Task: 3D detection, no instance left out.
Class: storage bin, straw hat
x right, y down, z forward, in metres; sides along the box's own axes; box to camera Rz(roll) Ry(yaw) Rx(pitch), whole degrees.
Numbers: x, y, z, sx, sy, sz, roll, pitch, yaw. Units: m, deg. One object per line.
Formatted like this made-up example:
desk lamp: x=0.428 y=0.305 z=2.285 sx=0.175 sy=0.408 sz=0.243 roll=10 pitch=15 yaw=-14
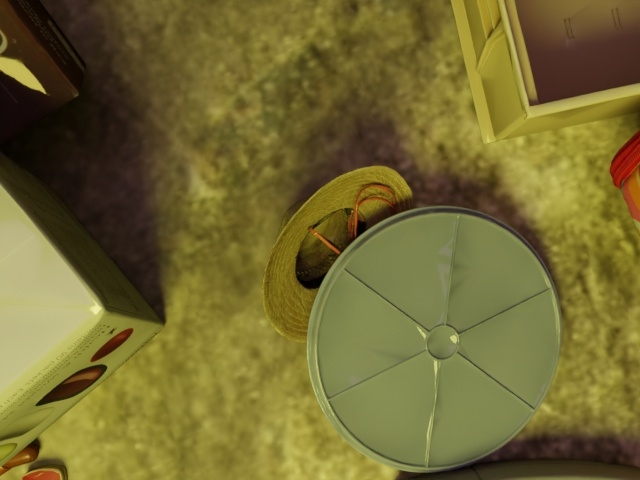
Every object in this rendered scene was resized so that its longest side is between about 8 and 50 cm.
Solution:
storage bin: x=0.233 y=-0.226 z=0.480 sx=0.262 sy=0.123 sz=0.260 roll=-12 pitch=86 yaw=0
straw hat: x=0.000 y=0.000 z=0.493 sx=0.144 sy=0.144 sz=0.061 roll=-51 pitch=49 yaw=-3

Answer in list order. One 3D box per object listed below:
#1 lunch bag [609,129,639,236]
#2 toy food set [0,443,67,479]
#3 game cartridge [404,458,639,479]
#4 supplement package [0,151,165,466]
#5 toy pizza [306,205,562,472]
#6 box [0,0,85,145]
lunch bag: x=0.352 y=-0.056 z=0.409 sx=0.293 sy=0.258 sz=0.120 roll=-7 pitch=65 yaw=-12
toy food set: x=-0.251 y=0.182 z=0.504 sx=0.122 sy=0.019 sz=0.078 roll=17 pitch=86 yaw=1
game cartridge: x=0.196 y=0.267 z=0.482 sx=0.297 sy=0.062 sz=0.198 roll=3 pitch=90 yaw=0
supplement package: x=-0.231 y=0.058 z=0.411 sx=0.194 sy=0.203 sz=0.149 roll=-41 pitch=86 yaw=-9
toy pizza: x=0.086 y=0.074 z=0.492 sx=0.201 sy=0.032 sz=0.201 roll=-1 pitch=95 yaw=-11
box: x=-0.373 y=-0.084 z=0.431 sx=0.381 sy=0.143 sz=0.191 roll=-35 pitch=119 yaw=-3
